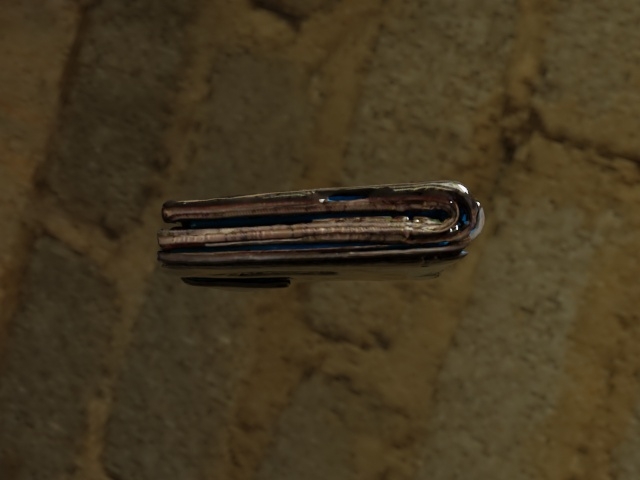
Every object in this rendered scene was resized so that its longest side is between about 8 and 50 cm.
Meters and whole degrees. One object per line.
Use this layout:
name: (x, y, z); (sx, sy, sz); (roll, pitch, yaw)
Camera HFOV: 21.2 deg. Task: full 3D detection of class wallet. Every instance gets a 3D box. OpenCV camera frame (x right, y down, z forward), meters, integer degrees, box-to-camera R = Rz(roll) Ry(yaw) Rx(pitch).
wallet: (0.000, 0.000, 0.734); (0.230, 0.124, 0.042); (82, 6, -89)
